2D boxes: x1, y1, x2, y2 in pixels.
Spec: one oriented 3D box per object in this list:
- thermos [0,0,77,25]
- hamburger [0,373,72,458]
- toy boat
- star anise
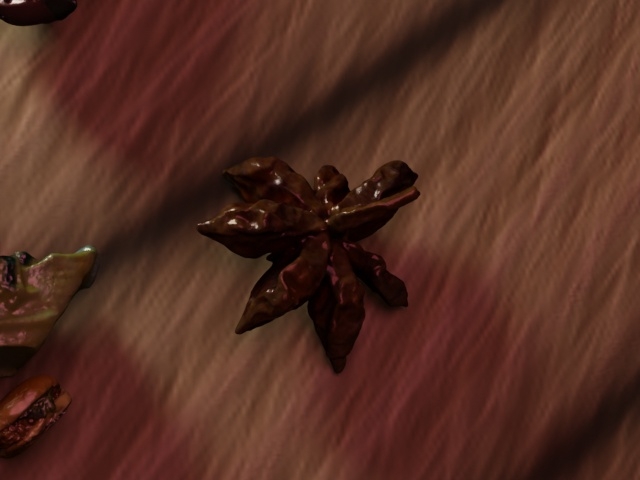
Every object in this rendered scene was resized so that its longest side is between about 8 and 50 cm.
[{"bbox_3d":[-0.236,-0.337,1.349,0.136,0.109,0.330,18,65,-9],"label":"thermos"},{"bbox_3d":[-0.230,0.136,1.173,0.044,0.083,0.076,47,63,-6],"label":"hamburger"},{"bbox_3d":[-0.302,0.065,1.166,0.276,0.111,0.084,-7,76,-22],"label":"toy boat"},{"bbox_3d":[-0.006,-0.001,1.290,0.196,0.111,0.212,23,71,1],"label":"star anise"}]
